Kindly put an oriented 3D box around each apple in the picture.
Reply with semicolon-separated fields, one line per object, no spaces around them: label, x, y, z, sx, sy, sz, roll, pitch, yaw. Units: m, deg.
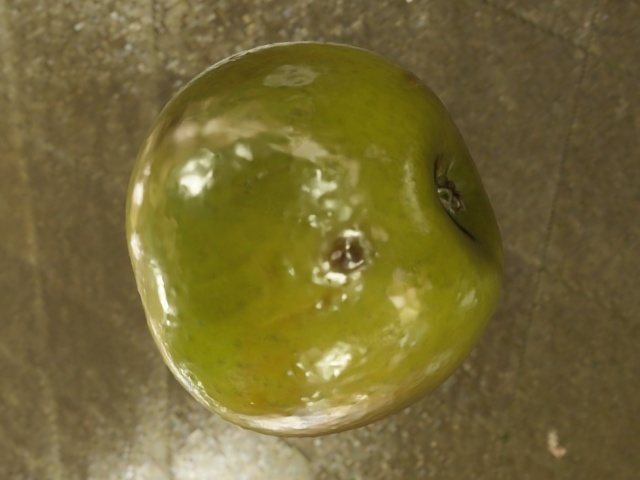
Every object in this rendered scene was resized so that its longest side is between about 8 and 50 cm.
apple;0.000;0.000;0.716;0.156;0.196;0.196;-17;110;23
